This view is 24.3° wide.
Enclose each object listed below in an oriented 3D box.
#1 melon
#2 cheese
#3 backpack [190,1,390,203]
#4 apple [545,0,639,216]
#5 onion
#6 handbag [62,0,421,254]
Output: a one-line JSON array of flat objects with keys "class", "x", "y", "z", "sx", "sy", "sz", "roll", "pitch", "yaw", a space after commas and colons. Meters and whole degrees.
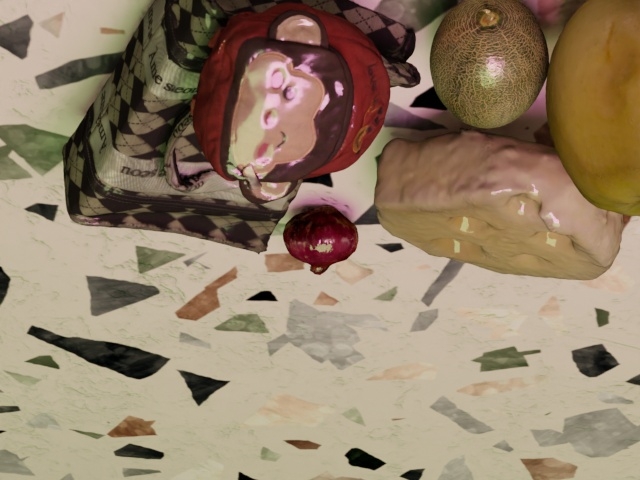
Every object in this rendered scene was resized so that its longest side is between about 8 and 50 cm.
[{"class": "melon", "x": 0.196, "y": -0.210, "z": 1.728, "sx": 0.139, "sy": 0.139, "sz": 0.192, "roll": 0, "pitch": 149, "yaw": 6}, {"class": "cheese", "x": 0.228, "y": -0.043, "z": 1.906, "sx": 0.326, "sy": 0.115, "sz": 0.318, "roll": 14, "pitch": 165, "yaw": -5}, {"class": "backpack", "x": -0.028, "y": -0.156, "z": 1.629, "sx": 0.229, "sy": 0.139, "sz": 0.229, "roll": -12, "pitch": 124, "yaw": -19}, {"class": "apple", "x": 0.395, "y": -0.152, "z": 1.671, "sx": 0.291, "sy": 0.254, "sz": 0.292, "roll": 12, "pitch": 168, "yaw": 3}, {"class": "onion", "x": 0.000, "y": 0.000, "z": 2.082, "sx": 0.107, "sy": 0.097, "sz": 0.107, "roll": 2, "pitch": -173, "yaw": 0}, {"class": "handbag", "x": -0.098, "y": -0.155, "z": 1.831, "sx": 0.316, "sy": 0.180, "sz": 0.416, "roll": 14, "pitch": 139, "yaw": -26}]
